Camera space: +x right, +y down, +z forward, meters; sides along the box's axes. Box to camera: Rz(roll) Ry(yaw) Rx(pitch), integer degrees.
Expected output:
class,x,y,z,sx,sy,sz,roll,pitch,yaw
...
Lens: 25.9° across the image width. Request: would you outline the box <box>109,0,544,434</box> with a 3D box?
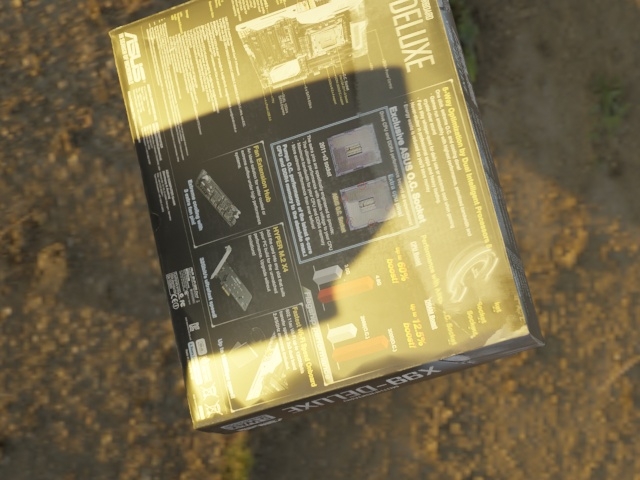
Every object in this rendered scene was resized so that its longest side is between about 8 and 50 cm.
class,x,y,z,sx,sy,sz,roll,pitch,yaw
box,-0.001,-0.042,0.984,0.076,0.243,0.307,30,44,-70
